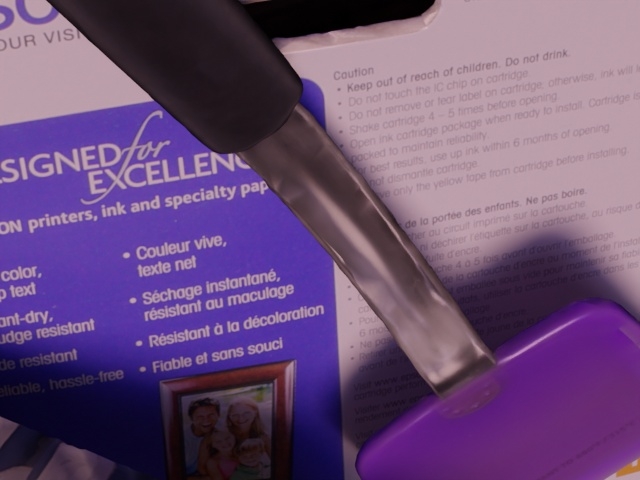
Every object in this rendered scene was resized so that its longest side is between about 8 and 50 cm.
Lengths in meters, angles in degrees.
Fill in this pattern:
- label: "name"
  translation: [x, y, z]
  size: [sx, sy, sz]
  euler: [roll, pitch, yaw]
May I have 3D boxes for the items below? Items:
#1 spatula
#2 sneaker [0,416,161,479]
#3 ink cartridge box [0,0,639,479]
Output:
- label: "spatula"
  translation: [0.001, -0.008, 0.358]
  size: [0.084, 0.030, 0.296]
  euler: [-35, 127, 11]
- label: "sneaker"
  translation: [-0.097, 0.131, 0.386]
  size: [0.315, 0.127, 0.182]
  euler: [35, 134, 5]
- label: "ink cartridge box"
  translation: [0.000, 0.000, 0.411]
  size: [0.206, 0.045, 0.208]
  euler: [-10, 128, -10]
